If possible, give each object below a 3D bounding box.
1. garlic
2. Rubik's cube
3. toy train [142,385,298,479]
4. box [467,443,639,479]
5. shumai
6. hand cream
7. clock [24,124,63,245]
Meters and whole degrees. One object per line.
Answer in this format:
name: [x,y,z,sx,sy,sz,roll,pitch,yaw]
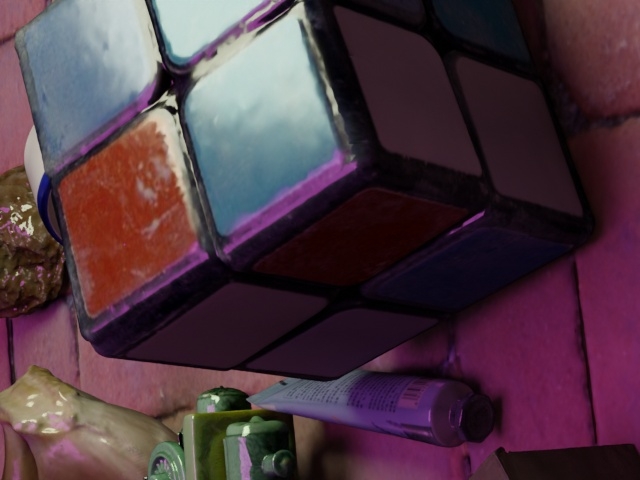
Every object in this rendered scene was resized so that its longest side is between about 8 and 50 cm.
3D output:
garlic: [-0.243,0.324,1.964,0.231,0.246,0.340,29,102,36]
Rubik's cube: [-0.016,-0.091,1.533,0.316,0.313,0.318,-33,62,31]
toy train: [-0.064,0.316,1.761,0.237,0.150,0.369,-20,73,62]
box: [0.160,0.282,1.474,0.231,0.149,0.155,-55,48,37]
shumai: [-0.402,0.003,2.229,0.206,0.175,0.166,-52,50,35]
hand cream: [0.049,0.144,1.696,0.271,0.091,0.058,4,115,50]
clock: [-0.176,-0.082,1.875,0.230,0.230,0.083,-55,44,38]
